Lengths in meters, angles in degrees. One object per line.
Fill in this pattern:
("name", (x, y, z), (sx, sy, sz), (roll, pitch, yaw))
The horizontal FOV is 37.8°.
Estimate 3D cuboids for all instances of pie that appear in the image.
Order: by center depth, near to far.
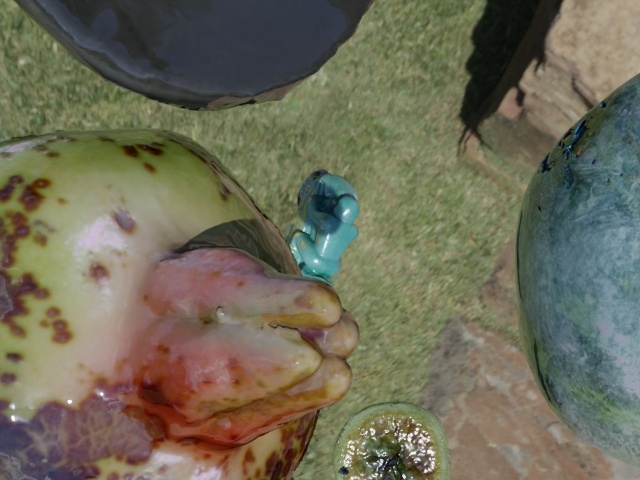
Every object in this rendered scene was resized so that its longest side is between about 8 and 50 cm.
("pie", (0.048, 0.147, 0.610), (0.084, 0.021, 0.084), (1, 79, -6))

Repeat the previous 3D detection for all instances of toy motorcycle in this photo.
("toy motorcycle", (0.000, 0.002, 1.541), (0.109, 0.198, 0.296), (24, 67, -24))

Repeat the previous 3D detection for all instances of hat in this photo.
("hat", (-0.075, -0.255, 0.483), (0.257, 0.366, 0.381), (17, 55, 42))

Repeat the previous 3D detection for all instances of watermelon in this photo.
("watermelon", (0.226, 0.018, 0.438), (0.322, 0.188, 0.175), (-7, 35, 26))

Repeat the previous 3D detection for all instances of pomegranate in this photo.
("pomegranate", (-0.073, 0.047, 0.403), (0.214, 0.248, 0.214), (11, 75, -44))

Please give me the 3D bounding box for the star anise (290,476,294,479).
("star anise", (-0.150, 0.404, 1.594), (0.315, 0.315, 0.108), (51, 44, 7))
